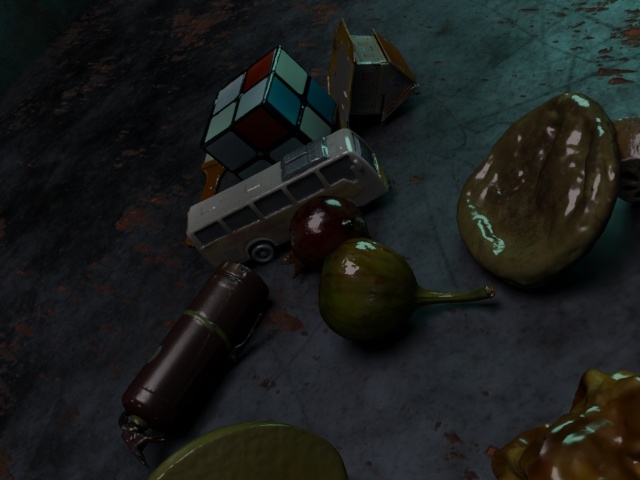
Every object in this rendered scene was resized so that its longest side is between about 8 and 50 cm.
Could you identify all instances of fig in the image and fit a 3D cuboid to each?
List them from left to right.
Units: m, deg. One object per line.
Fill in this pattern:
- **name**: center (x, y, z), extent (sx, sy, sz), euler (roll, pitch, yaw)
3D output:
- **fig**: center (0.119, 0.072, 1.138), extent (0.245, 0.149, 0.149), euler (3, 48, 9)

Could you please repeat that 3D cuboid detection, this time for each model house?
- **model house**: center (0.099, -0.318, 1.557), extent (0.136, 0.207, 0.219), euler (-2, 35, -9)

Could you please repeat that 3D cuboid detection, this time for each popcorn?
- **popcorn**: center (0.322, 0.245, 0.729), extent (0.332, 0.225, 0.265), euler (24, 77, 25)

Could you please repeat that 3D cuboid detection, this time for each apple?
- **apple**: center (-0.063, 0.339, 0.857), extent (0.254, 0.292, 0.292), euler (-23, 33, -23)

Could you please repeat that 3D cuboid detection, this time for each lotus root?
- **lotus root**: center (0.434, -0.109, 1.078), extent (0.122, 0.112, 0.081), euler (0, 51, 37)

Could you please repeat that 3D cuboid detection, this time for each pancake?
- **pancake**: center (0.296, -0.069, 1.125), extent (0.294, 0.049, 0.294), euler (-38, 37, 37)

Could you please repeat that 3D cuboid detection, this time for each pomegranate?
- **pomegranate**: center (-0.004, -0.005, 1.292), extent (0.159, 0.129, 0.129), euler (-13, 43, 27)

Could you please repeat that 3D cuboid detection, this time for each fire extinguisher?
- **fire extinguisher**: center (-0.197, 0.190, 1.250), extent (0.141, 0.105, 0.341), euler (5, 50, 42)

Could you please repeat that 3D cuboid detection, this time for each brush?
- **brush**: center (-0.224, -0.104, 1.653), extent (0.090, 0.017, 0.314), euler (-17, 42, 27)

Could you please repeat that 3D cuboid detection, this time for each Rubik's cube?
- **Rubik's cube**: center (-0.094, -0.221, 1.521), extent (0.180, 0.167, 0.183), euler (-27, 38, 36)

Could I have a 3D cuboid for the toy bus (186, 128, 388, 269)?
- **toy bus**: center (-0.059, -0.067, 1.389), extent (0.342, 0.138, 0.097), euler (-26, 36, 15)
